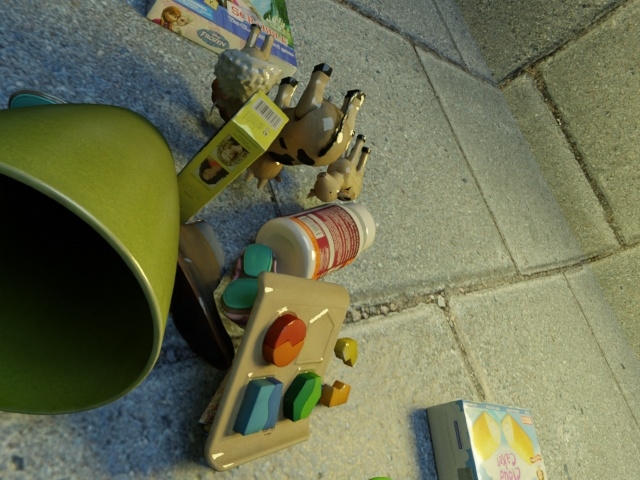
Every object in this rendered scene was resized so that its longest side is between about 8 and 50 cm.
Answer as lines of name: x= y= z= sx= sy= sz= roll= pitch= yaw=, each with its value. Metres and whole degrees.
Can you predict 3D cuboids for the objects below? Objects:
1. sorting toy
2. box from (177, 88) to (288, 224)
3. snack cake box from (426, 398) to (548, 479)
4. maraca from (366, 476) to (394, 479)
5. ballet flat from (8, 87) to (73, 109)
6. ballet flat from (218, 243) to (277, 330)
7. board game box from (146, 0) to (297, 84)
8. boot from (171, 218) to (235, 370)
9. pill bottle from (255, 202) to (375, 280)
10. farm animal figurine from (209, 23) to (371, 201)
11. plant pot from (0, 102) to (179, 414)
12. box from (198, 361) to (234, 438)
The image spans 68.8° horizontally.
sorting toy: x=-0.013 y=0.170 z=0.640 sx=0.307 sy=0.041 sz=0.229 roll=18 pitch=87 yaw=-58
box: x=-0.146 y=-0.106 z=0.650 sx=0.058 sy=0.232 sz=0.087 roll=42 pitch=43 yaw=-18
snack cake box: x=0.338 y=0.414 z=0.936 sx=0.264 sy=0.089 sz=0.152 roll=21 pitch=51 yaw=-37
maraca: x=0.063 y=0.420 z=0.639 sx=0.127 sy=0.099 sz=0.185 roll=39 pitch=67 yaw=-10
ballet flat: x=-0.310 y=-0.136 z=0.644 sx=0.213 sy=0.072 sz=0.068 roll=31 pitch=19 yaw=-31
ballet flat: x=-0.096 y=0.076 z=0.658 sx=0.077 sy=0.079 sz=0.221 roll=6 pitch=20 yaw=-6
board game box: x=-0.207 y=-0.528 z=0.998 sx=0.319 sy=0.066 sz=0.318 roll=13 pitch=56 yaw=-42
boot: x=-0.156 y=0.064 z=0.649 sx=0.106 sy=0.082 sz=0.219 roll=-27 pitch=84 yaw=-49
pill bottle: x=0.000 y=0.000 z=0.825 sx=0.221 sy=0.121 sz=0.121 roll=-20 pitch=81 yaw=-51
farm animal figurine: x=-0.038 y=-0.156 z=0.776 sx=0.330 sy=0.327 sz=0.172 roll=23 pitch=81 yaw=-17
plant pot: x=-0.259 y=-0.029 z=0.486 sx=0.275 sy=0.275 sz=0.293 roll=39 pitch=27 yaw=-22
box: x=-0.103 y=0.209 z=0.614 sx=0.137 sy=0.027 sz=0.094 roll=-60 pitch=150 yaw=-48
